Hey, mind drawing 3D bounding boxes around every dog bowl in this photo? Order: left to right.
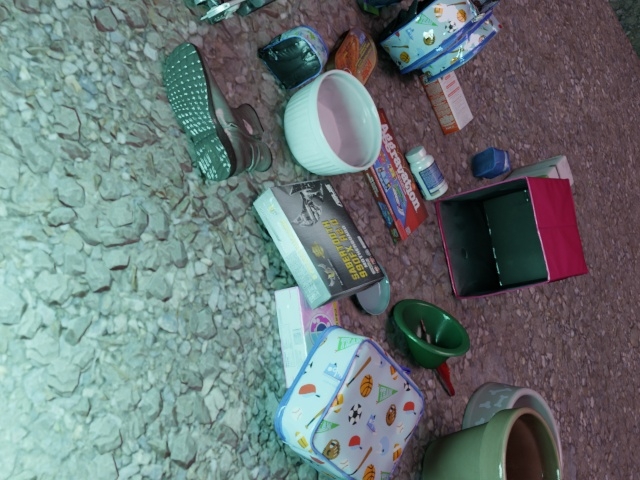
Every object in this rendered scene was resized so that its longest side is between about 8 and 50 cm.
[{"bbox_3d":[0.476,0.516,1.825,0.348,0.102,0.349,17,67,-45],"label":"dog bowl"}]

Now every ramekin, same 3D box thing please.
[{"bbox_3d":[0.019,-0.227,1.512,0.207,0.109,0.207,19,64,-45],"label":"ramekin"}]

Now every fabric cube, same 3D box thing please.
[{"bbox_3d":[0.477,-0.007,1.867,0.258,0.254,0.259,-4,81,-51],"label":"fabric cube"}]

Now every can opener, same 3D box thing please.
[{"bbox_3d":[-0.139,-0.486,1.432,0.283,0.075,0.095,-46,115,-47],"label":"can opener"}]

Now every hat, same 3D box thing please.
[{"bbox_3d":[0.222,0.261,1.666,0.208,0.184,0.173,34,31,15],"label":"hat"}]

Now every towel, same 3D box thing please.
[{"bbox_3d":[0.119,-0.587,1.813,0.060,0.009,0.083,-3,82,-50],"label":"towel"}]

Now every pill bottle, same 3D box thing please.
[{"bbox_3d":[0.250,-0.162,1.791,0.120,0.067,0.067,59,43,-20],"label":"pill bottle"}]

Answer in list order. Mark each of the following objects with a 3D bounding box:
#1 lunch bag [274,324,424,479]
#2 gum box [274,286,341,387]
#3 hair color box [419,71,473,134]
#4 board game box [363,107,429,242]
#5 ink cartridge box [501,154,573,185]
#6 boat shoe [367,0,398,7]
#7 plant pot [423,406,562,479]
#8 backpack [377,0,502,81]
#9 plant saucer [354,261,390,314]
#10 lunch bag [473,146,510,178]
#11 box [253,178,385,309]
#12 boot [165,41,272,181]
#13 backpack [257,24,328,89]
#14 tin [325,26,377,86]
[{"bbox_3d":[0.065,0.302,1.337,0.303,0.114,0.243,50,61,-44],"label":"lunch bag"},{"bbox_3d":[-0.015,0.180,1.383,0.107,0.062,0.189,2,78,-48],"label":"gum box"},{"bbox_3d":[0.329,-0.372,1.959,0.093,0.053,0.167,-41,111,-46],"label":"hair color box"},{"bbox_3d":[0.156,-0.150,1.710,0.145,0.027,0.281,-40,109,-49],"label":"board game box"},{"bbox_3d":[0.601,-0.150,2.123,0.219,0.160,0.093,-36,107,-48],"label":"ink cartridge box"},{"bbox_3d":[0.174,-0.626,1.823,0.109,0.089,0.258,61,32,-6],"label":"boat shoe"},{"bbox_3d":[0.350,0.489,1.585,0.263,0.229,0.263,17,66,-45],"label":"plant pot"},{"bbox_3d":[0.278,-0.502,1.791,0.263,0.276,0.213,-36,92,-32],"label":"backpack"},{"bbox_3d":[0.102,0.098,1.577,0.119,0.021,0.120,17,66,-45],"label":"plant saucer"},{"bbox_3d":[0.463,-0.206,2.033,0.065,0.098,0.067,9,73,-28],"label":"lunch bag"},{"bbox_3d":[0.000,0.000,1.405,0.183,0.056,0.231,-13,70,-52],"label":"box"},{"bbox_3d":[-0.175,-0.226,1.327,0.161,0.083,0.247,-31,104,-60],"label":"boot"},{"bbox_3d":[-0.043,-0.367,1.476,0.105,0.114,0.084,52,45,-24],"label":"backpack"},{"bbox_3d":[0.071,-0.399,1.680,0.106,0.040,0.190,48,47,-24],"label":"tin"}]
